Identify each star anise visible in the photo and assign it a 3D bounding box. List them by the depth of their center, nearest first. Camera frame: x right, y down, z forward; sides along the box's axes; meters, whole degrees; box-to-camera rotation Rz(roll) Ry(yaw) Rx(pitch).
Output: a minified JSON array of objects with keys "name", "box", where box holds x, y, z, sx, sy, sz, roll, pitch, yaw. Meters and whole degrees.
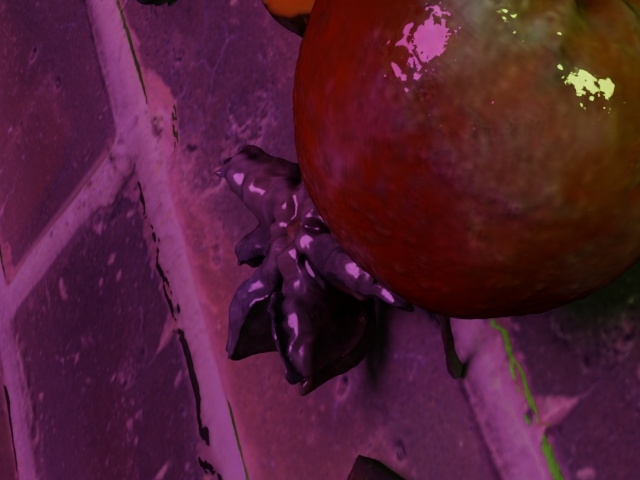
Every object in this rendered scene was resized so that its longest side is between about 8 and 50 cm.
[{"name":"star anise","box":[0.000,0.000,1.121,0.229,0.093,0.236,-56,39,19]}]

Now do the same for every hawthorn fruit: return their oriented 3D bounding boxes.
[{"name":"hawthorn fruit","box":[0.089,-0.066,0.900,0.263,0.235,0.231,-53,13,2]}]

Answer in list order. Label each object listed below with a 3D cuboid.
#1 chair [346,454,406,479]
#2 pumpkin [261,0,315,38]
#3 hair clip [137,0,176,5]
[{"name":"chair","box":[-0.087,0.326,0.954,0.203,0.241,0.416,25,95,58]},{"name":"pumpkin","box":[0.071,-0.251,1.109,0.190,0.139,0.280,29,96,54]},{"name":"hair clip","box":[0.063,-0.211,0.945,0.110,0.359,0.095,89,167,-46]}]
